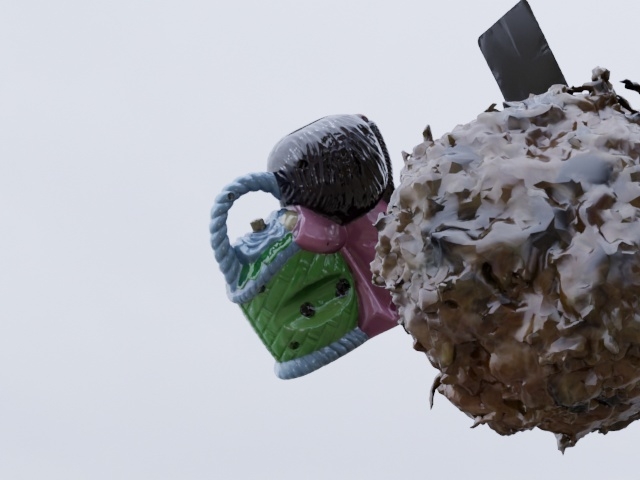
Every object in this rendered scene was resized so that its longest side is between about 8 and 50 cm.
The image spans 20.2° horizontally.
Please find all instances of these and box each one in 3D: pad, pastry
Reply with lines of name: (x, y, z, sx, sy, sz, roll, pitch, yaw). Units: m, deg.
pad: (0.215, -0.156, 1.809, 0.003, 0.112, 0.157, -15, -71, 42)
pastry: (0.161, 0.021, 1.148, 0.275, 0.275, 0.193, -2, -49, 13)

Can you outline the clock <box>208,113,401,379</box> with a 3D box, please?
clock: (0.000, 0.000, 1.581, 0.194, 0.195, 0.100, -27, 11, -23)
